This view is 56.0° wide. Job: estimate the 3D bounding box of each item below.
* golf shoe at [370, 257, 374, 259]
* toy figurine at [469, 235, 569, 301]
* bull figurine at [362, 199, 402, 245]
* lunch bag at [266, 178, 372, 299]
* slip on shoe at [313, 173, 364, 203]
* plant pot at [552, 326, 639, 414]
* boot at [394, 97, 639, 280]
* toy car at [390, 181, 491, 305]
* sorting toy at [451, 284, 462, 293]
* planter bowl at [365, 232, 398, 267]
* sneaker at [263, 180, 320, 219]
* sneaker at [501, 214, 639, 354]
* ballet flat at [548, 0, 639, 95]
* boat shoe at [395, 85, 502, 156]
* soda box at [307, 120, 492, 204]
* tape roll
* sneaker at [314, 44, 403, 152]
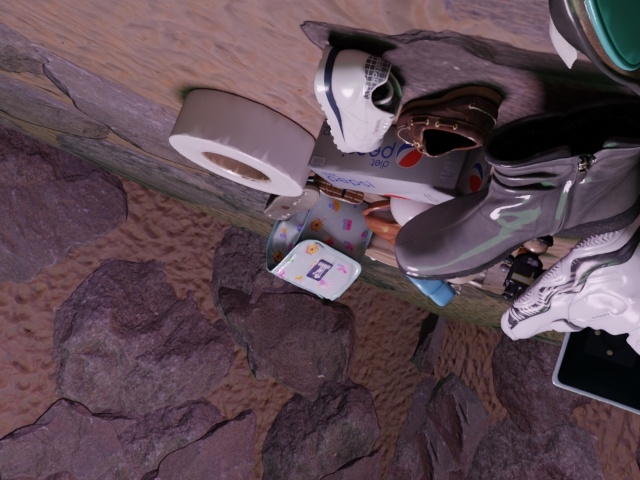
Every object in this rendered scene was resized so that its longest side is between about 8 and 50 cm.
[{"bbox_3d":[0.164,0.008,1.779,0.198,0.094,0.077,29,170,-40],"label":"golf shoe"},{"bbox_3d":[0.437,0.056,1.277,0.213,0.148,0.209,22,178,-26],"label":"toy figurine"},{"bbox_3d":[0.236,-0.017,1.401,0.310,0.101,0.188,19,168,-41],"label":"bull figurine"},{"bbox_3d":[0.000,0.000,1.508,0.223,0.262,0.160,27,170,-36],"label":"lunch bag"},{"bbox_3d":[0.038,-0.122,1.381,0.135,0.051,0.041,18,-173,-27],"label":"slip on shoe"},{"bbox_3d":[0.779,0.280,1.590,0.247,0.247,0.252,17,-172,25],"label":"plant pot"},{"bbox_3d":[0.224,-0.064,0.741,0.338,0.118,0.222,-21,152,17],"label":"boot"},{"bbox_3d":[0.212,-0.044,1.117,0.238,0.219,0.210,49,-173,27],"label":"toy car"},{"bbox_3d":[0.313,0.085,1.394,0.083,0.075,0.045,11,172,-44],"label":"sorting toy"},{"bbox_3d":[0.196,0.002,1.589,0.162,0.109,0.162,20,172,3],"label":"planter bowl"},{"bbox_3d":[-0.065,-0.129,1.375,0.083,0.118,0.222,18,162,-25],"label":"sneaker"},{"bbox_3d":[0.459,0.120,0.996,0.210,0.137,0.366,47,145,16],"label":"sneaker"},{"bbox_3d":[0.239,-0.159,0.466,0.280,0.095,0.096,25,-177,-32],"label":"ballet flat"},{"bbox_3d":[0.155,-0.148,0.804,0.073,0.073,0.207,22,173,-18],"label":"boat shoe"},{"bbox_3d":[0.123,-0.124,0.973,0.286,0.091,0.098,14,171,38],"label":"soda box"},{"bbox_3d":[-0.151,-0.187,1.199,0.286,0.100,0.286,19,172,3],"label":"tape roll"},{"bbox_3d":[0.066,-0.176,0.815,0.094,0.090,0.235,8,170,18],"label":"sneaker"}]
